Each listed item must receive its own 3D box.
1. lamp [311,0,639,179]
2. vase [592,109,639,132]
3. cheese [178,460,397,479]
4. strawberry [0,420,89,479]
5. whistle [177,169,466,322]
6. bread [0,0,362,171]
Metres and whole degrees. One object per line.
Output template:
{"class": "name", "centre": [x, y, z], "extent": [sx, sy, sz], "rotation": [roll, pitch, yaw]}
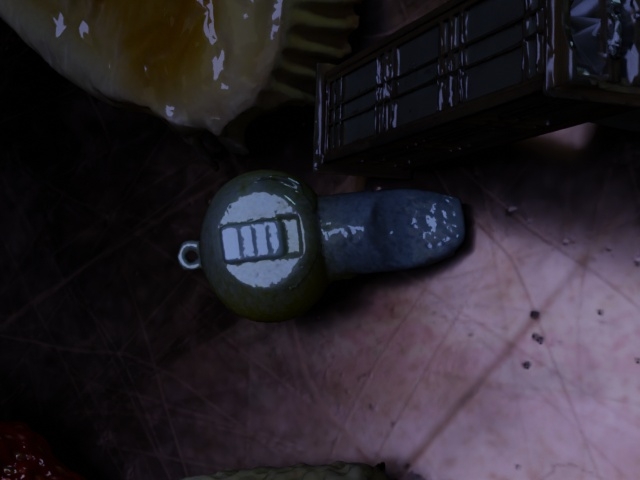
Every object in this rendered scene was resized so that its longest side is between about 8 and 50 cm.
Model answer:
{"class": "lamp", "centre": [0.090, -0.100, 0.566], "extent": [0.090, 0.325, 0.089], "rotation": [3, 86, -22]}
{"class": "vase", "centre": [0.257, -0.219, 0.573], "extent": [0.245, 0.245, 0.291], "rotation": [5, 88, 24]}
{"class": "cheese", "centre": [-0.030, 0.226, 0.656], "extent": [0.167, 0.094, 0.123], "rotation": [-11, 76, 21]}
{"class": "strawberry", "centre": [-0.312, 0.243, 0.701], "extent": [0.258, 0.261, 0.261], "rotation": [-20, 71, 25]}
{"class": "whistle", "centre": [0.000, 0.000, 0.702], "extent": [0.223, 0.123, 0.122], "rotation": [-7, 75, 1]}
{"class": "bread", "centre": [-0.141, -0.241, 0.777], "extent": [0.389, 0.183, 0.236], "rotation": [40, 111, 19]}
